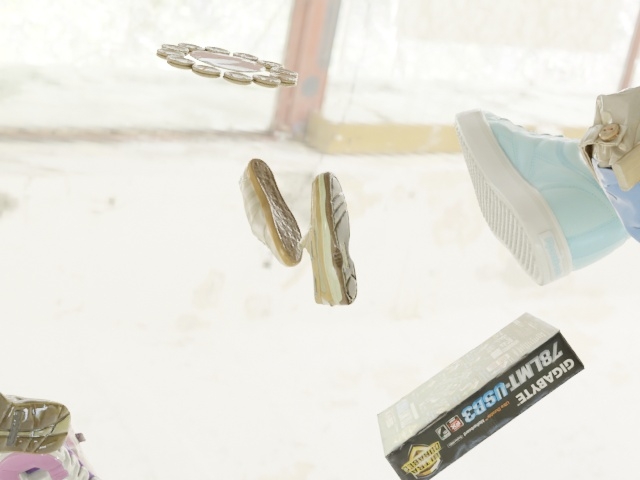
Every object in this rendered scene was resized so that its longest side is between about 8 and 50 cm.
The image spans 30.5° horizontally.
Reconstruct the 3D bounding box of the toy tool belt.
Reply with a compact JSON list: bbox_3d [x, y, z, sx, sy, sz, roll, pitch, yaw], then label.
[{"bbox_3d":[0.133,-0.018,0.456,0.052,0.083,0.051,-12,-135,34],"label":"toy tool belt"}]

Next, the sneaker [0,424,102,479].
[{"bbox_3d":[-0.289,0.262,1.324,0.095,0.236,0.104,-25,-134,2],"label":"sneaker"}]

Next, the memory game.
[{"bbox_3d":[-0.117,-0.221,1.486,0.186,0.012,0.186,12,-162,-4],"label":"memory game"}]

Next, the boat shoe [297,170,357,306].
[{"bbox_3d":[0.000,0.000,1.635,0.072,0.190,0.068,-5,-176,27],"label":"boat shoe"}]

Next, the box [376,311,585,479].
[{"bbox_3d":[0.221,0.223,1.706,0.073,0.293,0.295,53,-179,-1],"label":"box"}]

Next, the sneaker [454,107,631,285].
[{"bbox_3d":[0.264,-0.068,1.365,0.150,0.135,0.366,-19,-149,-1],"label":"sneaker"}]

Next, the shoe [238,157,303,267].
[{"bbox_3d":[-0.089,-0.040,2.034,0.076,0.058,0.219,14,-133,-49],"label":"shoe"}]

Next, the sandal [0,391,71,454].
[{"bbox_3d":[-0.322,0.172,1.148,0.049,0.072,0.180,13,175,37],"label":"sandal"}]
